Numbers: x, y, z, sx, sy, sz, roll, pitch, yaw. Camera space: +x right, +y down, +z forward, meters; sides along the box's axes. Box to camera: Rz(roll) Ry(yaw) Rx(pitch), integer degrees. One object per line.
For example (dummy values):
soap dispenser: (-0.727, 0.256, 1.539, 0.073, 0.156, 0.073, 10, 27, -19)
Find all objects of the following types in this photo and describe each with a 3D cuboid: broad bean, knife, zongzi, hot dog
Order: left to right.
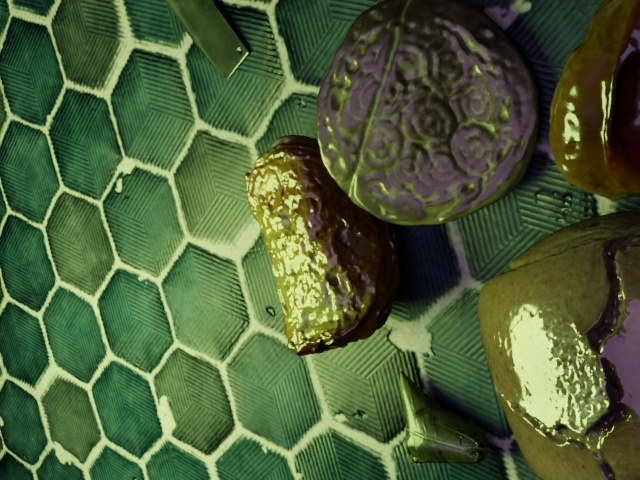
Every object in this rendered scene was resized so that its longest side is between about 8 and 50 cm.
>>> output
knife: (-0.179, -0.326, 1.095, 0.072, 0.019, 0.245, -39, 80, 39)
hot dog: (0.003, 0.002, 0.991, 0.175, 0.114, 0.259, -21, 80, 44)
zongzi: (0.147, 0.209, 0.982, 0.104, 0.052, 0.113, -10, 83, 31)
broad bean: (0.295, -0.139, 0.720, 0.156, 0.122, 0.228, 25, 126, 2)

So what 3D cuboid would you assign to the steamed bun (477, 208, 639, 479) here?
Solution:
steamed bun: (0.273, 0.107, 0.741, 0.301, 0.199, 0.251, -22, 92, 45)

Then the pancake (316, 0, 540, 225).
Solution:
pancake: (0.113, -0.134, 0.880, 0.250, 0.031, 0.250, 3, 100, 17)
